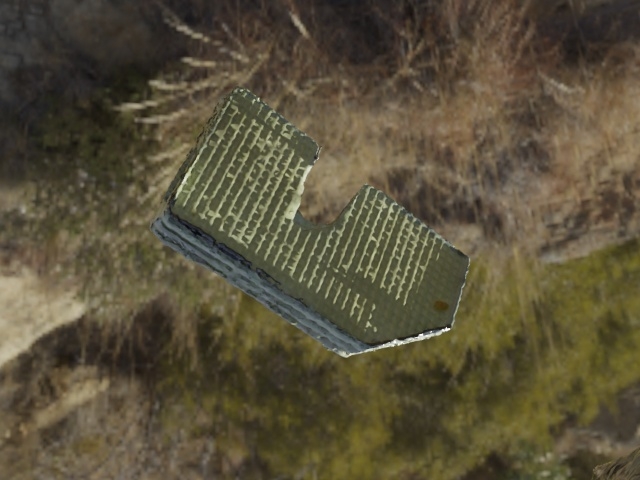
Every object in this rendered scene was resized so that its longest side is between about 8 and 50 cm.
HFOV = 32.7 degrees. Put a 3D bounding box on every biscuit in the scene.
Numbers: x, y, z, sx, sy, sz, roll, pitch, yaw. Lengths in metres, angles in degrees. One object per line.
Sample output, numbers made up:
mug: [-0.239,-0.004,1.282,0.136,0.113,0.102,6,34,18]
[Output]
biscuit: [0.000,0.000,0.832,0.250,0.147,0.046,34,139,-16]

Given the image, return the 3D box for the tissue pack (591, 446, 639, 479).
tissue pack: [0.296,0.271,0.630,0.195,0.375,0.390,-31,164,-9]
